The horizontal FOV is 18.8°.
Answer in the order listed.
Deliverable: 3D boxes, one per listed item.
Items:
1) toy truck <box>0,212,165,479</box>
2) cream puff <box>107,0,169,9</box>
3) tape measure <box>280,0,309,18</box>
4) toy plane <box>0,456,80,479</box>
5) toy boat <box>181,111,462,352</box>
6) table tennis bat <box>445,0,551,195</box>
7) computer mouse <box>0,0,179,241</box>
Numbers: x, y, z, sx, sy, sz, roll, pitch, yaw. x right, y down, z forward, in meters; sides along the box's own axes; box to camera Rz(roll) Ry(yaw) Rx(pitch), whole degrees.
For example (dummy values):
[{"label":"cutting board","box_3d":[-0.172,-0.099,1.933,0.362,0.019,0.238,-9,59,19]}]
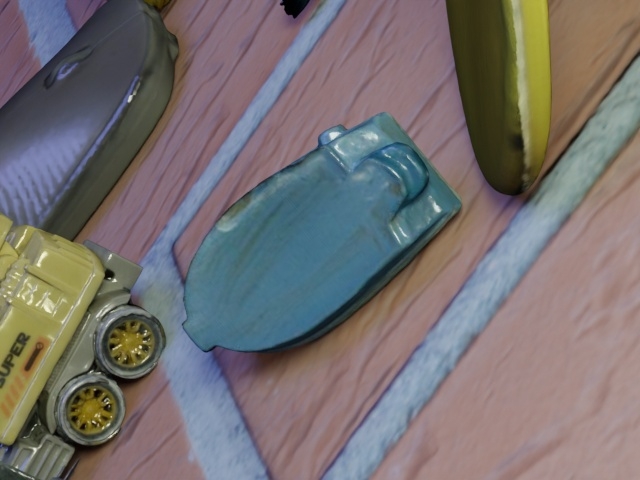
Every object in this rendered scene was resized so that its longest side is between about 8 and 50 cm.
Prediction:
[{"label":"toy truck","box_3d":[-0.231,0.111,1.285,0.272,0.157,0.124,-61,26,-4]},{"label":"cream puff","box_3d":[-0.163,-0.262,1.608,0.146,0.146,0.116,-92,24,-49]},{"label":"tape measure","box_3d":[0.075,-0.258,1.206,0.351,0.098,0.215,-53,25,18]},{"label":"toy plane","box_3d":[-0.208,0.264,1.161,0.212,0.088,0.267,-40,-32,-82]},{"label":"toy boat","box_3d":[0.000,0.000,1.097,0.215,0.088,0.102,-41,-3,35]},{"label":"table tennis bat","box_3d":[0.078,-0.197,0.941,0.224,0.054,0.368,-103,5,-60]},{"label":"computer mouse","box_3d":[-0.238,-0.060,1.565,0.331,0.095,0.197,-51,31,17]}]
